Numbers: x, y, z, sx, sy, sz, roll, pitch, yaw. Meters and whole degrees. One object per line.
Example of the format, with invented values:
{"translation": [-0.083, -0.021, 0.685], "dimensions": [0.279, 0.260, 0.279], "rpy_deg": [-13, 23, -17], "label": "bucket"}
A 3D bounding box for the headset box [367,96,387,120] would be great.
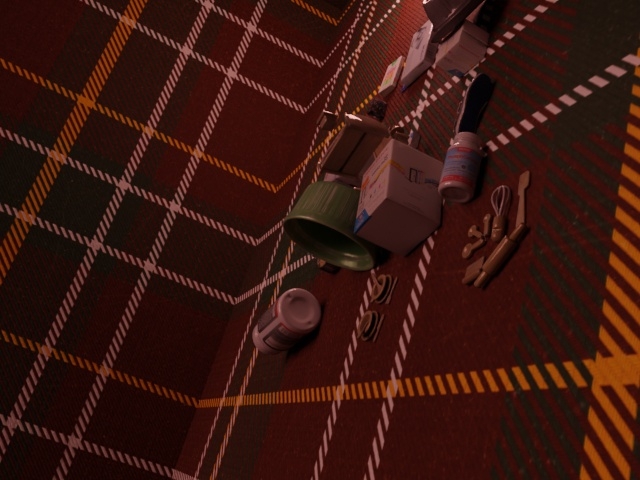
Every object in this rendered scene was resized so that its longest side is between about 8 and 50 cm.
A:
{"translation": [0.221, -0.513, 2.475], "dimensions": [0.032, 0.062, 0.083], "rpy_deg": [-40, 29, 56], "label": "headset box"}

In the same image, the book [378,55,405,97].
{"translation": [0.285, -0.648, 2.531], "dimensions": [0.096, 0.035, 0.144], "rpy_deg": [-26, 41, 61], "label": "book"}

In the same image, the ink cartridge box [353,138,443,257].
{"translation": [0.211, -0.115, 1.718], "dimensions": [0.171, 0.168, 0.232], "rpy_deg": [-50, 21, 46], "label": "ink cartridge box"}

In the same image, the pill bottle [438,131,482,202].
{"translation": [0.340, -0.177, 1.539], "dimensions": [0.087, 0.087, 0.160], "rpy_deg": [-35, 35, 62], "label": "pill bottle"}

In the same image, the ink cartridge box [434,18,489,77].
{"translation": [0.415, -0.557, 1.848], "dimensions": [0.143, 0.092, 0.090], "rpy_deg": [-34, 34, 60], "label": "ink cartridge box"}

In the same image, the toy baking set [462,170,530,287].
{"translation": [0.363, -0.023, 1.339], "dimensions": [0.256, 0.030, 0.197], "rpy_deg": [-57, 17, 28], "label": "toy baking set"}

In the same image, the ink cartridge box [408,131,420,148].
{"translation": [0.281, -0.306, 2.032], "dimensions": [0.083, 0.028, 0.048], "rpy_deg": [-30, 38, 64], "label": "ink cartridge box"}

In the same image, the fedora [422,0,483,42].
{"translation": [0.392, -0.709, 1.894], "dimensions": [0.244, 0.124, 0.275], "rpy_deg": [-39, 6, 39], "label": "fedora"}

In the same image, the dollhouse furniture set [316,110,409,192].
{"translation": [0.085, -0.274, 1.956], "dimensions": [0.303, 0.356, 0.174], "rpy_deg": [-54, 36, 39], "label": "dollhouse furniture set"}

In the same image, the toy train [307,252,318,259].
{"translation": [0.000, 0.000, 2.420], "dimensions": [0.105, 0.080, 0.184], "rpy_deg": [-52, 19, 23], "label": "toy train"}

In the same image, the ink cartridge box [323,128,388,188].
{"translation": [0.132, -0.293, 2.336], "dimensions": [0.278, 0.117, 0.201], "rpy_deg": [-21, 47, 68], "label": "ink cartridge box"}

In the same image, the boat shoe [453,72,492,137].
{"translation": [0.388, -0.350, 1.676], "dimensions": [0.183, 0.066, 0.066], "rpy_deg": [-66, 14, -2], "label": "boat shoe"}

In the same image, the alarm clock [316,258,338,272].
{"translation": [0.047, 0.048, 2.214], "dimensions": [0.129, 0.064, 0.192], "rpy_deg": [-69, 13, -11], "label": "alarm clock"}

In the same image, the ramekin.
{"translation": [0.052, -0.047, 1.924], "dimensions": [0.148, 0.303, 0.303], "rpy_deg": [-64, 14, -20], "label": "ramekin"}

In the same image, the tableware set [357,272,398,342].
{"translation": [0.142, 0.178, 1.755], "dimensions": [0.194, 0.039, 0.128], "rpy_deg": [-69, 16, -10], "label": "tableware set"}

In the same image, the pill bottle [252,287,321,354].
{"translation": [-0.125, 0.292, 2.239], "dimensions": [0.283, 0.161, 0.161], "rpy_deg": [-45, 25, 51], "label": "pill bottle"}

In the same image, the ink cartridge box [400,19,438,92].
{"translation": [0.353, -0.676, 2.311], "dimensions": [0.224, 0.045, 0.223], "rpy_deg": [-35, 34, 62], "label": "ink cartridge box"}
